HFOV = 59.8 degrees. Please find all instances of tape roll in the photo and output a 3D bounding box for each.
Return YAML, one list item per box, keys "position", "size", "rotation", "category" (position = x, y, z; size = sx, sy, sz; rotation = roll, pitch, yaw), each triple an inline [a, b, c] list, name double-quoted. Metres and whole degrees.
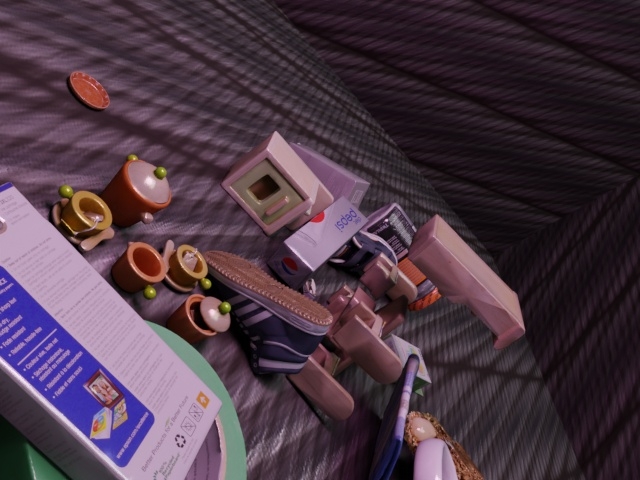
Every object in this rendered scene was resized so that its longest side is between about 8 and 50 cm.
- position: [-0.229, 0.254, 0.691]
  size: [0.321, 0.077, 0.321]
  rotation: [43, 26, -27]
  category: "tape roll"

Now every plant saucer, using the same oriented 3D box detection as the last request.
- position: [-0.441, -0.283, 1.059]
  size: [0.083, 0.013, 0.083]
  rotation: [45, 25, -28]
  category: "plant saucer"

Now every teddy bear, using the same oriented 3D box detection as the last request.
- position: [0.263, 0.502, 1.238]
  size: [0.245, 0.113, 0.338]
  rotation: [56, 5, 25]
  category: "teddy bear"

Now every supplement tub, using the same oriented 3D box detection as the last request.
- position: [0.251, 0.056, 1.758]
  size: [0.316, 0.194, 0.193]
  rotation: [54, 23, -7]
  category: "supplement tub"

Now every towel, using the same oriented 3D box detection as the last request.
- position: [0.151, 0.384, 1.144]
  size: [0.034, 0.209, 0.285]
  rotation: [20, 25, 7]
  category: "towel"

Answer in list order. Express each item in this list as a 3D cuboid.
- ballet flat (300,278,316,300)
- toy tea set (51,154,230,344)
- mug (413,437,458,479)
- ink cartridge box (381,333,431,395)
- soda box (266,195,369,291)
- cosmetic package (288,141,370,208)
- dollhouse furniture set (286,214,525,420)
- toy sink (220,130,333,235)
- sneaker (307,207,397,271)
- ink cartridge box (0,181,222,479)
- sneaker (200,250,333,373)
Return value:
- position: [-0.036, 0.094, 1.333]
  size: [0.041, 0.041, 0.114]
  rotation: [19, 43, -56]
  category: "ballet flat"
- position: [-0.252, 0.008, 0.906]
  size: [0.336, 0.124, 0.200]
  rotation: [50, 23, -15]
  category: "toy tea set"
- position: [0.214, 0.522, 0.921]
  size: [0.328, 0.276, 0.374]
  rotation: [-2, 81, -71]
  category: "mug"
- position: [0.240, 0.343, 1.522]
  size: [0.209, 0.062, 0.109]
  rotation: [35, 30, -42]
  category: "ink cartridge box"
- position: [0.000, 0.000, 1.340]
  size: [0.098, 0.091, 0.286]
  rotation: [45, 41, 5]
  category: "soda box"
- position: [0.008, -0.181, 1.590]
  size: [0.238, 0.107, 0.127]
  rotation: [31, 15, 21]
  category: "cosmetic package"
- position: [0.186, 0.180, 1.188]
  size: [0.256, 0.394, 0.362]
  rotation: [45, 23, -3]
  category: "dollhouse furniture set"
- position: [-0.097, -0.114, 1.343]
  size: [0.234, 0.153, 0.131]
  rotation: [48, 24, -21]
  category: "toy sink"
- position: [0.090, 0.027, 1.567]
  size: [0.321, 0.126, 0.127]
  rotation: [33, 25, -21]
  category: "sneaker"
- position: [-0.271, 0.120, 0.603]
  size: [0.371, 0.069, 0.175]
  rotation: [53, 24, -14]
  category: "ink cartridge box"
- position: [-0.129, 0.140, 1.040]
  size: [0.282, 0.153, 0.099]
  rotation: [29, 21, 14]
  category: "sneaker"
